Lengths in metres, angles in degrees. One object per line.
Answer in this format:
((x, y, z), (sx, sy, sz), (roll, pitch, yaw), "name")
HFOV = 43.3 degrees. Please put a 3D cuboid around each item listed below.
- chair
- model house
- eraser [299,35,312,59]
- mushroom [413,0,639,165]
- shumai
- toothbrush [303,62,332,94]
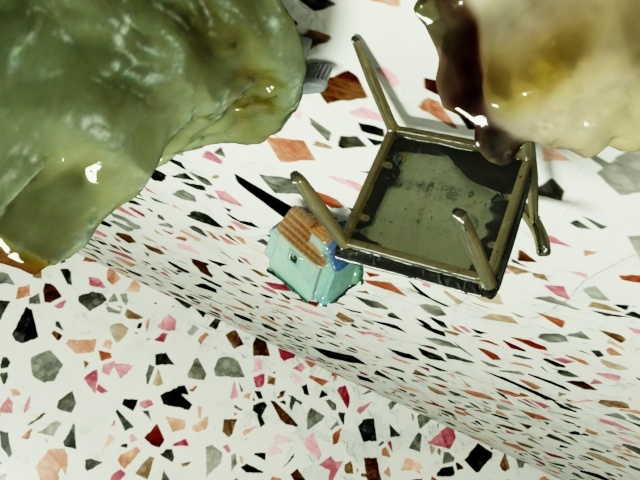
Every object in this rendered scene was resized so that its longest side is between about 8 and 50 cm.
((0.114, -0.040, 0.783), (0.188, 0.166, 0.272), (14, 161, 27), "chair")
((0.000, 0.000, 1.205), (0.148, 0.119, 0.149), (42, 144, 18), "model house")
((-0.040, -0.180, 0.798), (0.019, 0.027, 0.099), (23, 166, -26), "eraser")
((0.143, -0.215, 0.201), (0.313, 0.224, 0.397), (44, 150, -16), "mushroom")
((-0.236, -0.132, 0.687), (0.397, 0.323, 0.324), (33, 161, -18), "shumai")
((-0.101, -0.170, 0.904), (0.321, 0.031, 0.023), (5, 155, 46), "toothbrush")
